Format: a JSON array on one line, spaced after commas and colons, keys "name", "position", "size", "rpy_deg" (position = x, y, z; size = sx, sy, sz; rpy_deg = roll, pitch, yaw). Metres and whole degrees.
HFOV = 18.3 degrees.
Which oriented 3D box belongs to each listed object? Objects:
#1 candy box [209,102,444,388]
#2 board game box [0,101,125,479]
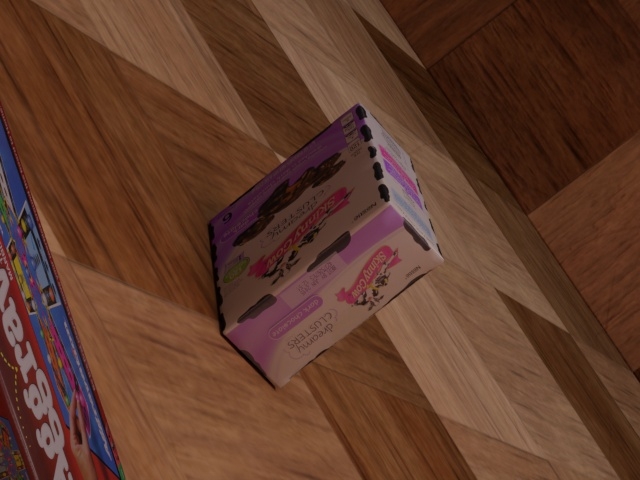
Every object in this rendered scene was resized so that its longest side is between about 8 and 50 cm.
[{"name": "candy box", "position": [0.000, 0.000, 1.549], "size": [0.070, 0.165, 0.196], "rpy_deg": [47, 13, -24]}, {"name": "board game box", "position": [-0.161, 0.020, 0.977], "size": [0.145, 0.027, 0.281], "rpy_deg": [-70, 144, -73]}]
